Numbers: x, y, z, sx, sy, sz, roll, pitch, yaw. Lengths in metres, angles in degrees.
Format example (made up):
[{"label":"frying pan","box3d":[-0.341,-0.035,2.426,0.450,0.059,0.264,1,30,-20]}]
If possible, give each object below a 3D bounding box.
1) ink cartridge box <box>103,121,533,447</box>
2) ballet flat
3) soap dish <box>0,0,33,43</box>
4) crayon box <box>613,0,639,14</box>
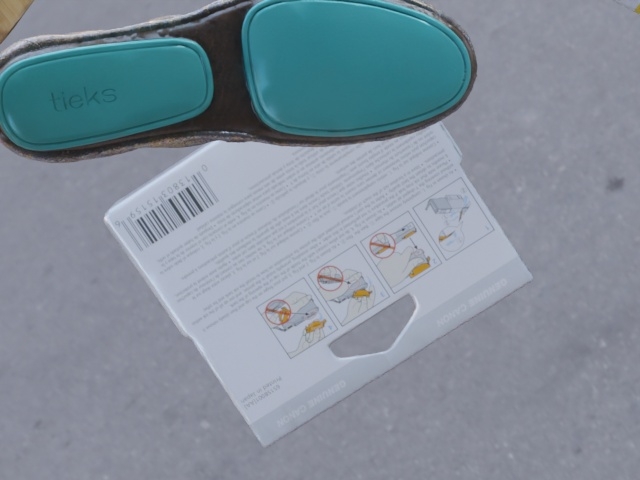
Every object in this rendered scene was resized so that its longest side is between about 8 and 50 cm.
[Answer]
[{"label":"ink cartridge box","box3d":[0.000,0.000,1.036,0.275,0.239,0.060,-33,9,4]},{"label":"ballet flat","box3d":[-0.059,-0.112,0.817,0.316,0.107,0.106,-3,9,-8]},{"label":"soap dish","box3d":[-0.262,-0.141,0.606,0.291,0.229,0.118,-28,13,50]},{"label":"crayon box","box3d":[0.382,-0.241,1.014,0.202,0.319,0.081,-59,8,36]}]
